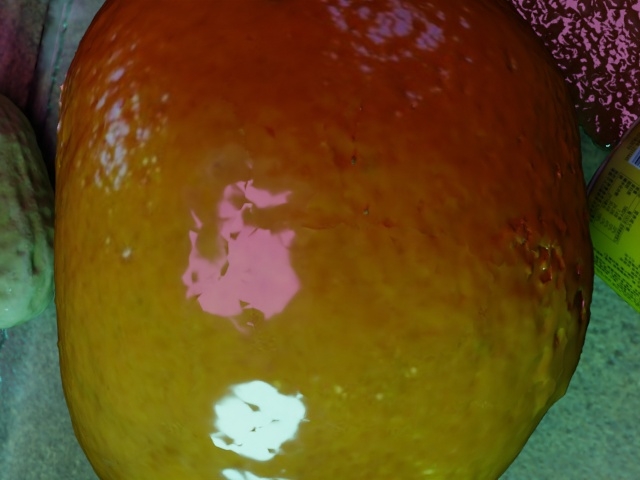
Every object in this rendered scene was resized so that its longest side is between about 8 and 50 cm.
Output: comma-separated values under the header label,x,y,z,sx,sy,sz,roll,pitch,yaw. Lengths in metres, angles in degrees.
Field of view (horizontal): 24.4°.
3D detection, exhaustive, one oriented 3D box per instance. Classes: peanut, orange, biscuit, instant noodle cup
label,x,y,z,sx,sy,sz,roll,pitch,yaw
peanut,-0.282,-0.034,1.208,0.129,0.129,0.224,-17,77,22
orange,0.000,0.000,0.942,0.326,0.424,0.423,0,92,-3
biscuit,0.177,-0.185,1.060,0.131,0.025,0.231,-43,76,18
instant noodle cup,0.260,-0.009,0.961,0.144,0.182,0.182,39,106,26
